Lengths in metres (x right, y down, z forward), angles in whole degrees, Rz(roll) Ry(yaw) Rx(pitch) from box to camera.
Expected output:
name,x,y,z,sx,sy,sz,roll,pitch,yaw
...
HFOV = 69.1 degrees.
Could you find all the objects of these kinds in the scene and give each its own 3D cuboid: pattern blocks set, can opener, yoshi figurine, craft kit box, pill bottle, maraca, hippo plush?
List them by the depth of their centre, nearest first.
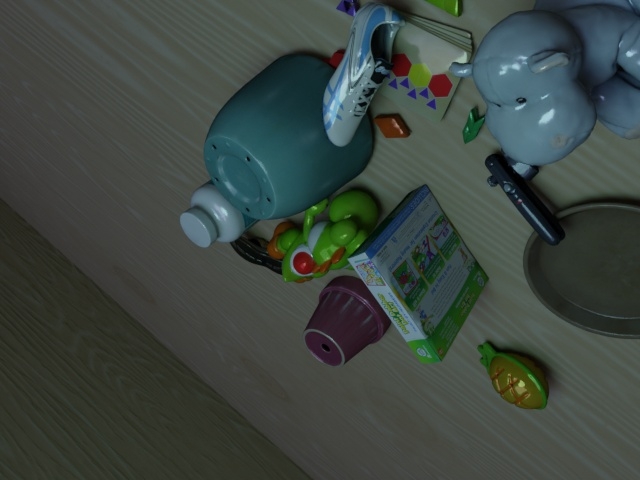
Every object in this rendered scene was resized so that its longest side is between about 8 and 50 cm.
name,x,y,z,sx,sy,sz,roll,pitch,yaw
hippo plush,0.304,-0.216,0.531,0.234,0.237,0.294,15,135,53
can opener,0.338,-0.072,0.770,0.186,0.059,0.073,63,147,12
pattern blocks set,0.154,-0.300,0.791,0.325,0.026,0.285,39,141,9
craft kit box,0.198,0.056,0.887,0.246,0.250,0.061,53,141,-7
maraca,0.419,0.297,1.025,0.186,0.099,0.127,34,146,56
yoshi figurine,0.021,-0.013,1.086,0.362,0.204,0.202,-19,74,61
pill bottle,-0.202,-0.093,1.098,0.146,0.264,0.146,23,135,25

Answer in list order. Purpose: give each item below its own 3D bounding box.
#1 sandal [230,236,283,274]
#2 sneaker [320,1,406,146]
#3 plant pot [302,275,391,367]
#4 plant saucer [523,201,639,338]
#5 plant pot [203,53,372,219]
name,x,y,z,sx,sy,sz,roll,pitch,yaw
sandal,-0.166,0.030,1.344,0.219,0.060,0.090,23,144,5
sneaker,0.067,-0.264,0.768,0.086,0.085,0.237,38,122,35
plant pot,0.055,0.222,1.211,0.201,0.180,0.201,24,136,26
plant saucer,0.492,0.050,0.786,0.278,0.041,0.277,24,136,26
plant pot,-0.083,-0.180,0.917,0.293,0.235,0.293,28,143,24
